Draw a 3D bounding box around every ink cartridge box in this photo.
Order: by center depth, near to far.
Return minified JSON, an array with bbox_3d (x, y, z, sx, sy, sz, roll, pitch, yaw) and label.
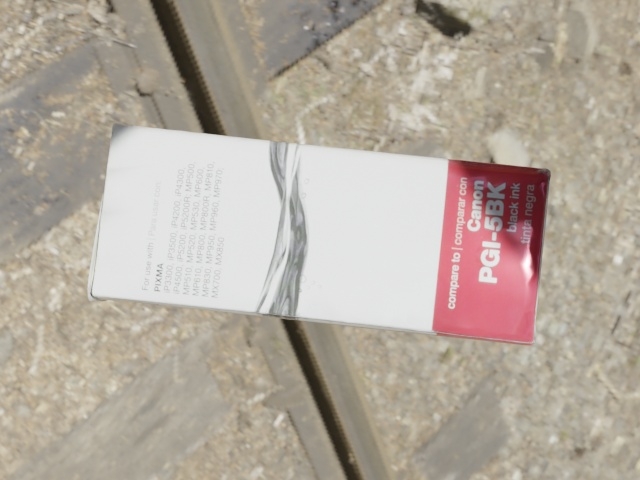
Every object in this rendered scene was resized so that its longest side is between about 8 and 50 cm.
[{"bbox_3d":[0.000,0.000,0.373,0.135,0.099,0.056,6,87,1],"label":"ink cartridge box"}]
